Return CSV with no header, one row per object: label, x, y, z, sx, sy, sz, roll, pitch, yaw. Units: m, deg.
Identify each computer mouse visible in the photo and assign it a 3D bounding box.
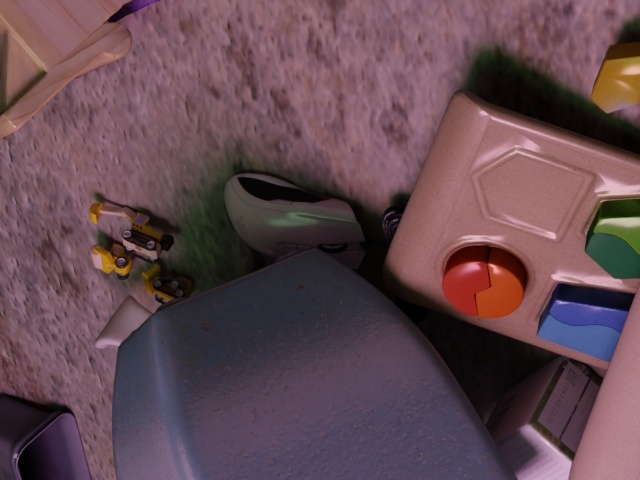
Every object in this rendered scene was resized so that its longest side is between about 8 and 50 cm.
computer mouse,0.000,0.000,1.313,0.193,0.042,0.106,16,135,22

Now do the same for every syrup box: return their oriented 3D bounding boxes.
syrup box,0.241,0.209,1.300,0.237,0.093,0.096,41,137,-5

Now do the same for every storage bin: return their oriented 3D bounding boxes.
storage bin,-0.311,0.233,1.698,0.091,0.098,0.135,21,137,32

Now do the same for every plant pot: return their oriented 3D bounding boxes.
plant pot,-0.036,0.154,1.277,0.252,0.247,0.248,65,157,6

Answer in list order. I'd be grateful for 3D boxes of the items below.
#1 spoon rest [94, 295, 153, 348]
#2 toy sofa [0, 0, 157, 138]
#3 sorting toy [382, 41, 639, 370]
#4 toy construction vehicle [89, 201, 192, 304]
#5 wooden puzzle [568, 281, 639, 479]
spoon rest,-0.070,0.143,1.421,0.276,0.137,0.084,33,169,0
toy sofa,-0.294,-0.259,1.225,0.362,0.177,0.150,49,161,-13
sorting toy,0.183,-0.021,1.152,0.229,0.041,0.307,22,136,2
toy construction vehicle,-0.158,0.011,1.440,0.098,0.035,0.086,22,147,19
wooden puzzle,0.351,0.152,1.075,0.348,0.080,0.322,22,134,12
